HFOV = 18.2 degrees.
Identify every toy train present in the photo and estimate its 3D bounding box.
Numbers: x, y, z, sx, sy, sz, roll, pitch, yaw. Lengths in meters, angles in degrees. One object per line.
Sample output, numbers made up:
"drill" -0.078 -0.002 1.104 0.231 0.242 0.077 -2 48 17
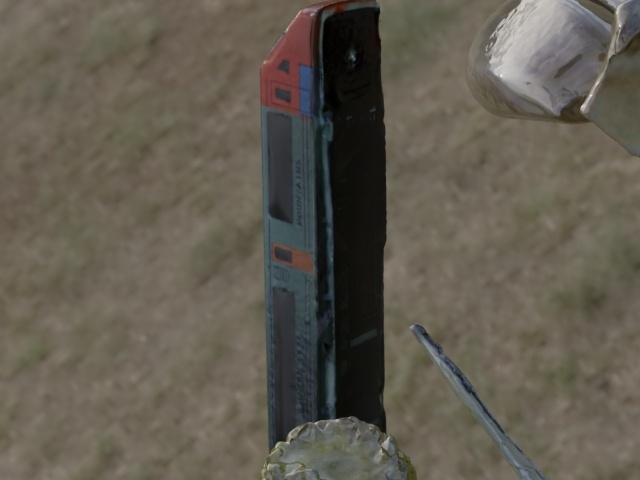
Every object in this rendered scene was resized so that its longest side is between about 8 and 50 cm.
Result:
"toy train" 0.000 0.000 1.637 0.089 0.409 0.086 15 25 42

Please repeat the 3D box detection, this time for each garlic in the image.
"garlic" 0.252 -0.131 1.444 0.279 0.132 0.325 8 13 -6

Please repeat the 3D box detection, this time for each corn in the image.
"corn" 0.009 0.269 1.313 0.131 0.344 0.131 2 37 -1

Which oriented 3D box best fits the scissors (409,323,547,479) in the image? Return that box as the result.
"scissors" 0.155 0.174 1.337 0.022 0.300 0.109 -38 -4 17
